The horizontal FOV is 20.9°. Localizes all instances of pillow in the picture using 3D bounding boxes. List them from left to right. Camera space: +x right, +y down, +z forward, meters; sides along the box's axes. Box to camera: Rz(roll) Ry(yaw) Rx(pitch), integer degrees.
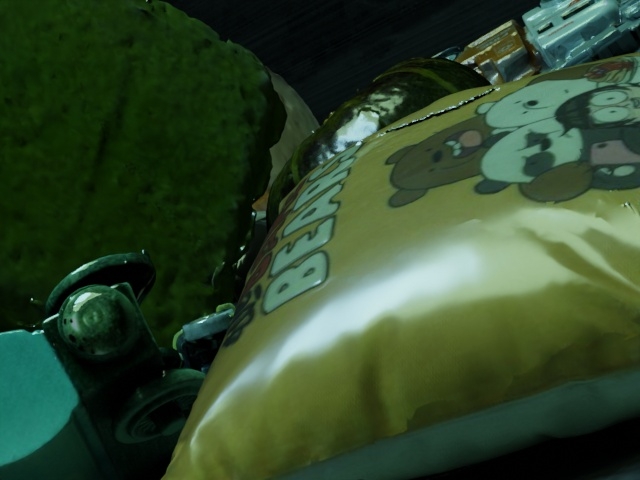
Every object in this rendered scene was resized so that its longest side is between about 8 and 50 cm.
[{"bbox_3d":[0.089,0.006,0.829,0.312,0.119,0.310,-18,25,18],"label":"pillow"}]

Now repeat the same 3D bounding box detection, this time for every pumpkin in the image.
[{"bbox_3d":[0.059,-0.044,1.370,0.224,0.157,0.223,-40,-7,-6],"label":"pumpkin"}]

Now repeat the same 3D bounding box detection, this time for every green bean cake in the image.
[{"bbox_3d":[-0.215,-0.036,1.350,0.218,0.335,0.319,-31,34,51],"label":"green bean cake"}]

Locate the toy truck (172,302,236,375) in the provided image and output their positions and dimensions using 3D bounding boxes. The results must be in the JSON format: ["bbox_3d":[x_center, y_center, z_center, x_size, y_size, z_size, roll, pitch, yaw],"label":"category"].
[{"bbox_3d":[0.016,0.057,1.053,0.191,0.085,0.116,-20,1,30],"label":"toy truck"}]

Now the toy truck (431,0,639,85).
[{"bbox_3d":[0.203,-0.141,1.708,0.338,0.133,0.184,-30,16,9],"label":"toy truck"}]

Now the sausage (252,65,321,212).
[{"bbox_3d":[-0.144,-0.040,1.901,0.287,0.233,0.233,-24,7,21],"label":"sausage"}]

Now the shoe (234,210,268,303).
[{"bbox_3d":[0.000,0.000,1.590,0.112,0.099,0.227,-16,10,29],"label":"shoe"}]

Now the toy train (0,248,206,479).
[{"bbox_3d":[-0.131,0.105,0.920,0.159,0.101,0.248,-30,-24,-12],"label":"toy train"}]
